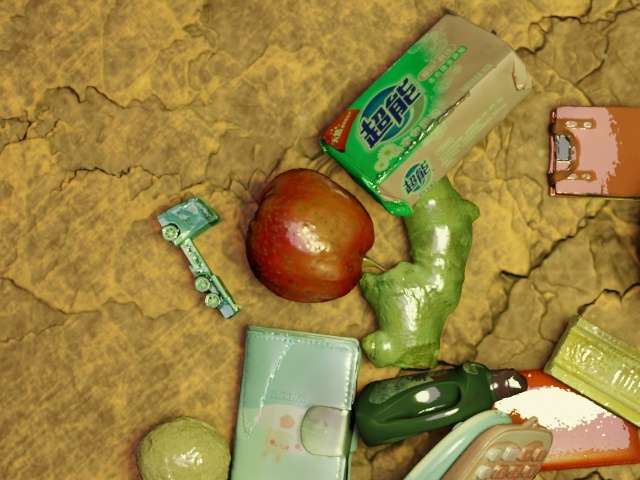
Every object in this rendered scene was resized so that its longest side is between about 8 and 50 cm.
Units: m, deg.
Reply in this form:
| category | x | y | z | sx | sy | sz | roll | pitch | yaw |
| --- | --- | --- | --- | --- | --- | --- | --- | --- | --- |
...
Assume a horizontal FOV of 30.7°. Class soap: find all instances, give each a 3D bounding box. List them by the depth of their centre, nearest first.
| category | x | y | z | sx | sy | sz | roll | pitch | yaw |
| --- | --- | --- | --- | --- | --- | --- | --- | --- | --- |
| soap | 0.428 | 0.200 | 1.557 | 0.252 | 0.037 | 0.092 | 30 | 86 | 0 |
| soap | 0.142 | -0.177 | 1.592 | 0.273 | 0.098 | 0.218 | -43 | 40 | -1 |

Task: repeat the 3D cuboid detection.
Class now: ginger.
| category | x | y | z | sx | sy | sz | roll | pitch | yaw |
| --- | --- | --- | --- | --- | --- | --- | --- | --- | --- |
| ginger | 0.133 | 0.043 | 1.610 | 0.137 | 0.089 | 0.289 | 21 | 89 | 16 |

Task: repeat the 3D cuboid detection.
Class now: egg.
| category | x | y | z | sx | sy | sz | roll | pitch | yaw |
| --- | --- | --- | --- | --- | --- | --- | --- | --- | --- |
| egg | -0.190 | 0.297 | 1.596 | 0.140 | 0.118 | 0.116 | 12 | 112 | 22 |

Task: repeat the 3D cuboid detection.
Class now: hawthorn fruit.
| category | x | y | z | sx | sy | sz | roll | pitch | yaw |
| --- | --- | --- | --- | --- | --- | --- | --- | --- | --- |
| hawthorn fruit | 0.000 | 0.000 | 1.575 | 0.200 | 0.179 | 0.179 | 16 | 87 | 5 |

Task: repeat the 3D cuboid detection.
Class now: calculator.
| category | x | y | z | sx | sy | sz | roll | pitch | yaw |
| --- | --- | --- | --- | --- | --- | --- | --- | --- | --- |
| calculator | 0.188 | 0.358 | 1.517 | 0.048 | 0.220 | 0.329 | 41 | 105 | 36 |
| calculator | 0.146 | 0.339 | 1.530 | 0.042 | 0.188 | 0.302 | 43 | 108 | 30 |

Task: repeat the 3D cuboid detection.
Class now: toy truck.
| category | x | y | z | sx | sy | sz | roll | pitch | yaw |
| --- | --- | --- | --- | --- | --- | --- | --- | --- | --- |
| toy truck | -0.155 | 0.023 | 1.638 | 0.081 | 0.067 | 0.175 | -32 | 84 | 0 |

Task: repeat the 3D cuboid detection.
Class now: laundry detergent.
| category | x | y | z | sx | sy | sz | roll | pitch | yaw |
| --- | --- | --- | --- | --- | --- | --- | --- | --- | --- |
| laundry detergent | 0.164 | 0.213 | 1.548 | 0.222 | 0.144 | 0.078 | -13 | 102 | 19 |

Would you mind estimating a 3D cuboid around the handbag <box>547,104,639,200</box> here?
| category | x | y | z | sx | sy | sz | roll | pitch | yaw |
| --- | --- | --- | --- | --- | --- | --- | --- | --- | --- |
| handbag | 0.412 | -0.121 | 1.619 | 0.190 | 0.063 | 0.127 | 1 | 86 | 0 |

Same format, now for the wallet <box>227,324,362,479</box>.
| category | x | y | z | sx | sy | sz | roll | pitch | yaw |
| --- | --- | --- | --- | --- | --- | --- | --- | --- | --- |
| wallet | -0.033 | 0.250 | 1.609 | 0.176 | 0.075 | 0.250 | 7 | 87 | 8 |

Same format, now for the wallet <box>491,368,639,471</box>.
| category | x | y | z | sx | sy | sz | roll | pitch | yaw |
| --- | --- | --- | --- | --- | --- | --- | --- | --- | --- |
| wallet | 0.330 | 0.244 | 1.601 | 0.205 | 0.045 | 0.142 | -6 | 86 | 4 |
